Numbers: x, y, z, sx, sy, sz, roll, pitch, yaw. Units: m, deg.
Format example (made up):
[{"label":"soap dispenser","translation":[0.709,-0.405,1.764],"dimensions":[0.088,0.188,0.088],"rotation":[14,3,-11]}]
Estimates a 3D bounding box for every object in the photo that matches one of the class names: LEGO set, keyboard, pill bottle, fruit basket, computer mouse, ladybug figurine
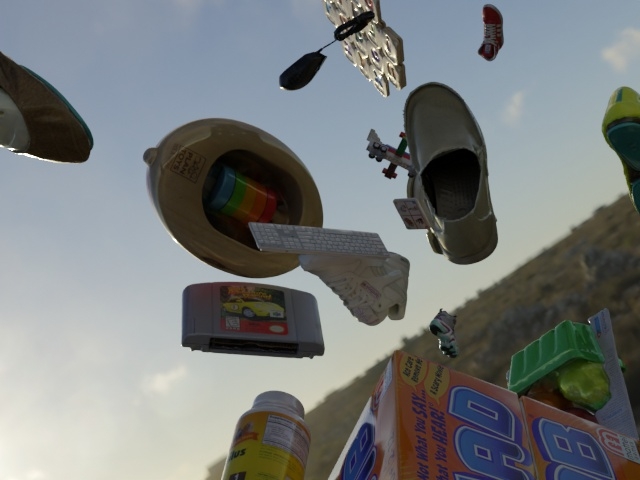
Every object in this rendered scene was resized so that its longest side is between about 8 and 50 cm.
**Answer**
[{"label":"LEGO set","translation":[0.189,-0.121,1.832],"dimensions":[0.182,0.244,0.060],"rotation":[-3,45,35]},{"label":"keyboard","translation":[0.000,0.000,1.843],"dimensions":[0.256,0.072,0.014],"rotation":[5,-49,-26]},{"label":"pill bottle","translation":[-0.080,0.327,1.551],"dimensions":[0.117,0.117,0.215],"rotation":[-38,24,33]},{"label":"fruit basket","translation":[0.529,0.364,2.186],"dimensions":[0.165,0.353,0.327],"rotation":[10,-36,-30]},{"label":"computer mouse","translation":[0.014,-0.346,1.959],"dimensions":[0.242,0.041,0.071],"rotation":[-34,-10,35]},{"label":"ladybug figurine","translation":[-0.192,-0.090,2.193],"dimensions":[0.162,0.449,0.305],"rotation":[8,71,51]}]

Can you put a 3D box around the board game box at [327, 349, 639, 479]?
[{"label":"board game box","translation":[0.185,0.420,1.275],"dimensions":[0.356,0.356,0.356],"rotation":[-84,17,-65]}]

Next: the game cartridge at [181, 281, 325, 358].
[{"label":"game cartridge","translation":[-0.144,0.162,2.204],"dimensions":[0.294,0.196,0.060],"rotation":[5,-60,-11]}]

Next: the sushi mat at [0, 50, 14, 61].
[{"label":"sushi mat","translation":[-0.583,-0.292,1.729],"dimensions":[0.019,0.151,0.316],"rotation":[-53,20,13]}]

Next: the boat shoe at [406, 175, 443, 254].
[{"label":"boat shoe","translation":[0.278,-0.064,2.326],"dimensions":[0.113,0.103,0.302],"rotation":[-67,-32,-21]}]

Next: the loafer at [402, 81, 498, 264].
[{"label":"loafer","translation":[0.167,-0.103,1.338],"dimensions":[0.102,0.268,0.092],"rotation":[-16,-29,6]}]

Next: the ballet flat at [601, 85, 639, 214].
[{"label":"ballet flat","translation":[0.404,-0.104,1.294],"dimensions":[0.077,0.077,0.231],"rotation":[-16,-42,26]}]

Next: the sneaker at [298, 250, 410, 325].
[{"label":"sneaker","translation":[0.078,0.081,2.033],"dimensions":[0.114,0.152,0.305],"rotation":[-14,-20,40]}]

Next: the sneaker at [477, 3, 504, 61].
[{"label":"sneaker","translation":[0.347,-0.422,2.158],"dimensions":[0.067,0.042,0.118],"rotation":[-61,-34,-30]}]

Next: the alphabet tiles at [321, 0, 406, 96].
[{"label":"alphabet tiles","translation":[0.081,-0.421,2.069],"dimensions":[0.021,0.284,0.278],"rotation":[-31,-34,-12]}]

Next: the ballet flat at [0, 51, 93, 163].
[{"label":"ballet flat","translation":[-0.455,-0.208,1.386],"dimensions":[0.124,0.342,0.116],"rotation":[-41,-3,-44]}]

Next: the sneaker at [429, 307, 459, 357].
[{"label":"sneaker","translation":[0.248,0.172,2.015],"dimensions":[0.038,0.098,0.069],"rotation":[-4,38,37]}]
